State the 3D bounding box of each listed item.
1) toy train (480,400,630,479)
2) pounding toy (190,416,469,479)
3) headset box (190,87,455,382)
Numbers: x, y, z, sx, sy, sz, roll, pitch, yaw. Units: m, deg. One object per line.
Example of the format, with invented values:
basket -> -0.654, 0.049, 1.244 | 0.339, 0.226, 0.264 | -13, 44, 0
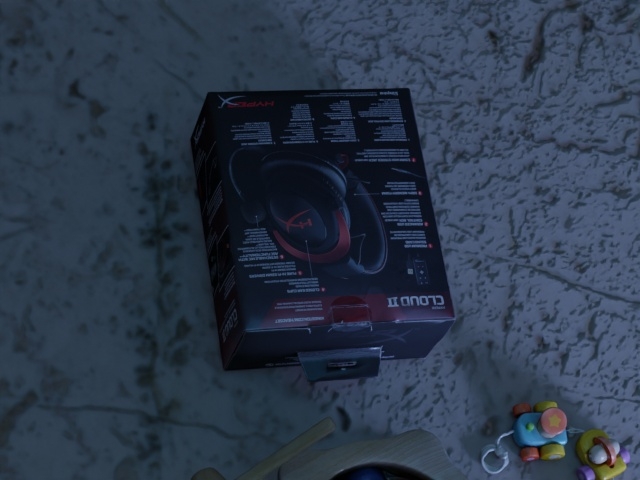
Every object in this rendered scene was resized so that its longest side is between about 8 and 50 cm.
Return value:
toy train -> 0.249, 0.229, 1.821 | 0.166, 0.046, 0.125 | 36, 61, 3
pounding toy -> 0.027, 0.258, 1.682 | 0.269, 0.155, 0.154 | -9, 63, -19
headset box -> 0.000, 0.000, 1.827 | 0.218, 0.110, 0.293 | -3, 66, -17
